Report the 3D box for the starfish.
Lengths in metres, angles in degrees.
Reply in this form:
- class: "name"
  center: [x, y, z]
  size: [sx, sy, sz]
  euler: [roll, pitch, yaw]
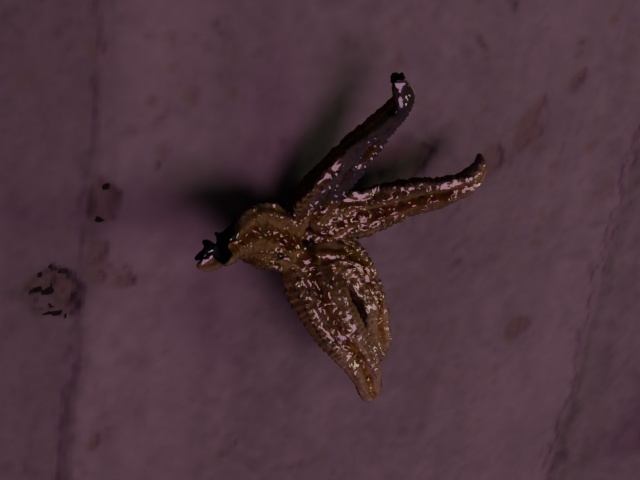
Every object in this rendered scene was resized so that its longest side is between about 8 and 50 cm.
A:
- class: "starfish"
  center: [-0.003, -0.004, 0.569]
  size: [0.130, 0.041, 0.133]
  euler: [0, 114, -44]
